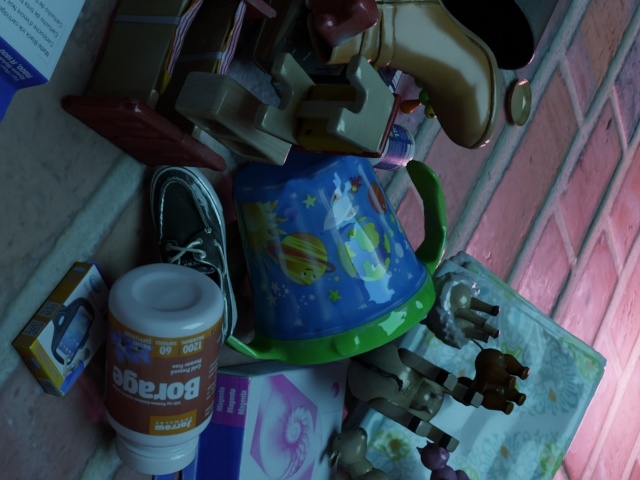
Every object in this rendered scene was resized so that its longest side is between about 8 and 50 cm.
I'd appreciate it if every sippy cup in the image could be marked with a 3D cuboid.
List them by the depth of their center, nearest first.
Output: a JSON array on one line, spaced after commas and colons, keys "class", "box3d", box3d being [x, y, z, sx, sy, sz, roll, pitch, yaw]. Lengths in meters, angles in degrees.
[{"class": "sippy cup", "box3d": [0.000, 0.000, 1.597, 0.305, 0.240, 0.224, -48, 124, -54]}]

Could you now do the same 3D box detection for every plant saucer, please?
[{"class": "plant saucer", "box3d": [0.341, -0.237, 2.251, 0.083, 0.015, 0.083, -17, 110, -55]}]

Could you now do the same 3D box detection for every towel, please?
[{"class": "towel", "box3d": [0.227, 0.246, 1.926, 0.320, 0.090, 0.374, 35, 72, -11]}]

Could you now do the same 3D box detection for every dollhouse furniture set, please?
[{"class": "dollhouse furniture set", "box3d": [-0.060, -0.178, 1.309, 0.152, 0.374, 0.201, 35, 69, -50]}]

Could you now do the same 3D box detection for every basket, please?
[{"class": "basket", "box3d": [0.282, -0.390, 1.844, 0.227, 0.154, 0.204, -57, 145, -21]}]

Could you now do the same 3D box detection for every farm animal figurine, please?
[{"class": "farm animal figurine", "box3d": [0.113, 0.230, 1.738, 0.330, 0.172, 0.326, -51, 144, -20]}]

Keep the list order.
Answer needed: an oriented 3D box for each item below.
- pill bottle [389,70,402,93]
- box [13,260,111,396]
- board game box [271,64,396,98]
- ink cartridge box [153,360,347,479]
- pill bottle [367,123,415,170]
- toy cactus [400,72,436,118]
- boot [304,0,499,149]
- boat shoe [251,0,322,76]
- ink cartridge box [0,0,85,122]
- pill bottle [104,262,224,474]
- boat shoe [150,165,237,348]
[{"class": "pill bottle", "box3d": [0.062, -0.231, 1.742, 0.094, 0.094, 0.169, 48, 58, -51]}, {"class": "box", "box3d": [-0.258, 0.087, 1.373, 0.136, 0.028, 0.081, -56, 140, -32]}, {"class": "board game box", "box3d": [0.037, -0.245, 1.657, 0.170, 0.141, 0.048, -63, 143, -27]}, {"class": "ink cartridge box", "box3d": [-0.086, 0.320, 1.659, 0.330, 0.071, 0.324, 0, 97, -59]}, {"class": "pill bottle", "box3d": [0.076, -0.134, 1.810, 0.120, 0.067, 0.067, 3, 94, -58]}, {"class": "toy cactus", "box3d": [0.172, -0.276, 1.925, 0.219, 0.112, 0.180, -23, 97, -51]}, {"class": "boot", "box3d": [0.095, -0.227, 1.535, 0.220, 0.109, 0.283, -20, 103, -42]}, {"class": "boat shoe", "box3d": [-0.005, -0.348, 1.592, 0.324, 0.120, 0.122, -64, 152, -11]}, {"class": "ink cartridge box", "box3d": [-0.309, -0.246, 1.203, 0.223, 0.045, 0.224, 44, 60, -52]}, {"class": "pill bottle", "box3d": [-0.171, 0.143, 1.409, 0.121, 0.121, 0.216, -37, 143, -48]}, {"class": "boat shoe", "box3d": [-0.139, 0.018, 1.457, 0.070, 0.078, 0.219, -81, 156, -77]}]
